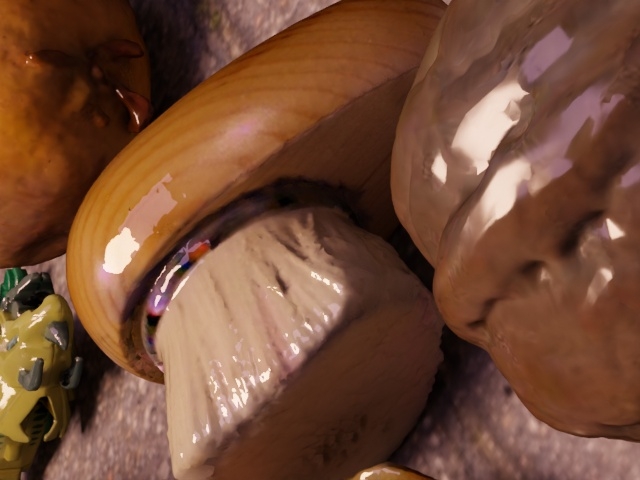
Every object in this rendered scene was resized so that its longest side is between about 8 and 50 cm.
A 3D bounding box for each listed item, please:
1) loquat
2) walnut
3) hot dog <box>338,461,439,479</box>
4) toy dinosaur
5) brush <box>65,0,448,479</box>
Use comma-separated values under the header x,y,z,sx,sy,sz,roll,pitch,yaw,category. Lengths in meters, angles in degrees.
x,y,z,sx,sy,sz,roll,pitch,yaw,category
-0.218,-0.091,1.262,0.238,0.193,0.238,-28,53,44,loquat
0.133,-0.031,0.755,0.224,0.224,0.224,-20,65,51,walnut
0.032,0.246,0.884,0.196,0.122,0.272,-13,67,51,hot dog
-0.228,0.126,1.316,0.153,0.094,0.259,48,129,50,toy dinosaur
0.000,0.000,0.972,0.266,0.174,0.166,-49,55,13,brush
